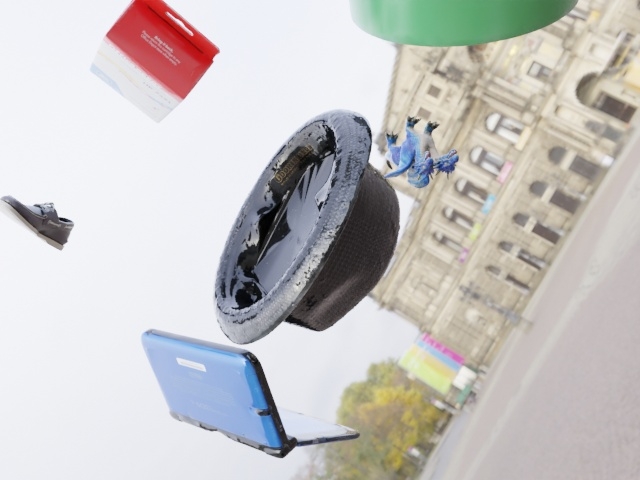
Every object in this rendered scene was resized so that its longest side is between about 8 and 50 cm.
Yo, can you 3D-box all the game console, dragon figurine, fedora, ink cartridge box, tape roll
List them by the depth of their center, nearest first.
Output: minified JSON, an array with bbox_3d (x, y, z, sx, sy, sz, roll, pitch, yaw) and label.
[{"bbox_3d":[0.000,0.000,0.942,0.334,0.152,0.334,-42,33,35],"label":"fedora"},{"bbox_3d":[0.196,-0.372,0.996,0.321,0.321,0.077,-47,-41,-38],"label":"tape roll"},{"bbox_3d":[-0.241,-0.256,1.018,0.078,0.134,0.231,-57,18,-15],"label":"ink cartridge box"},{"bbox_3d":[-0.116,0.233,1.162,0.173,0.293,0.250,-33,-65,-40],"label":"game console"},{"bbox_3d":[0.180,-0.158,1.462,0.289,0.085,0.144,150,129,-62],"label":"dragon figurine"}]

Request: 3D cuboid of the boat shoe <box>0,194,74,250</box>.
[{"bbox_3d":[-0.498,-0.044,1.259,0.065,0.075,0.206,-57,-15,-13],"label":"boat shoe"}]
